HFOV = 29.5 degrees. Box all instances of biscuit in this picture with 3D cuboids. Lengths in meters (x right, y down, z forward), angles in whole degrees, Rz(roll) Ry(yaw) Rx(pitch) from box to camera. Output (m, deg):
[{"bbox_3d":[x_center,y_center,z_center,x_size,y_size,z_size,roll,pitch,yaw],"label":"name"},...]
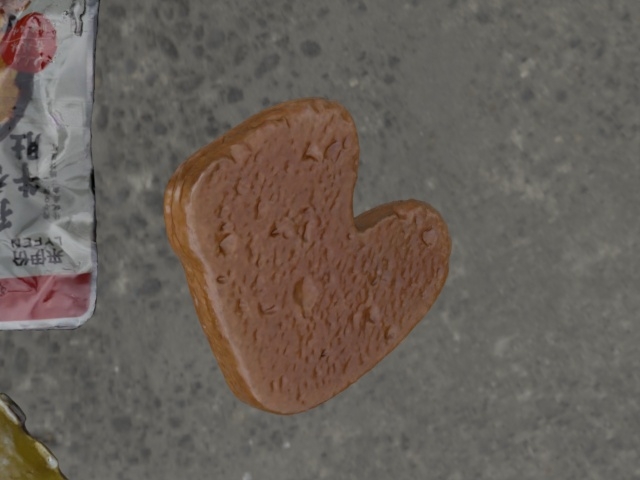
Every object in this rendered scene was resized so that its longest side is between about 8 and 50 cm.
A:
[{"bbox_3d":[0.000,0.000,0.720,0.186,0.036,0.192,-38,127,-29],"label":"biscuit"}]

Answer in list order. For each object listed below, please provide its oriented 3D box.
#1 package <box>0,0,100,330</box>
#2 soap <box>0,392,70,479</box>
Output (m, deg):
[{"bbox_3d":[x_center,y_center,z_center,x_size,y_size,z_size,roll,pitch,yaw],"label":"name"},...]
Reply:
[{"bbox_3d":[-0.206,-0.064,0.746,0.154,0.030,0.239,0,88,10],"label":"package"},{"bbox_3d":[-0.255,0.178,0.827,0.140,0.073,0.232,50,141,0],"label":"soap"}]
